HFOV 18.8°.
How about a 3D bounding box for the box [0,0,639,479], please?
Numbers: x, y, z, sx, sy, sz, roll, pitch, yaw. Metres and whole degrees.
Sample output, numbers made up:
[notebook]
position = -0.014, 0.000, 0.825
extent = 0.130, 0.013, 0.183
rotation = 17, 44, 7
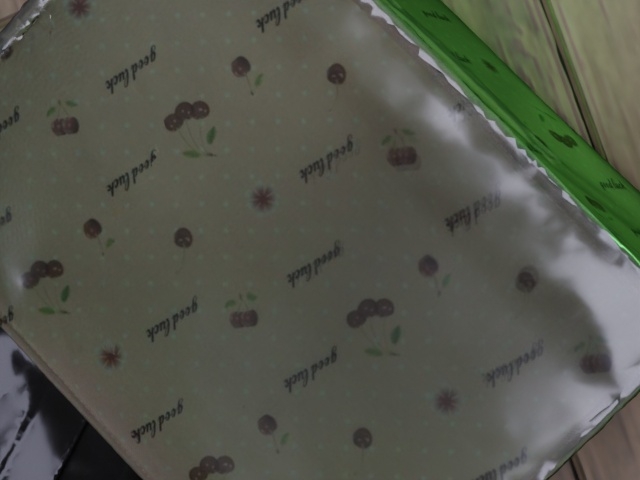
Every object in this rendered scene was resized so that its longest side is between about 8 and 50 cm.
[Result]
[box]
position = 0.000, 0.000, 0.874
extent = 0.297, 0.190, 0.225
rotation = 46, 106, 10

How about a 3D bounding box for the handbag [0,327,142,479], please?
[handbag]
position = -0.210, 0.113, 1.003
extent = 0.223, 0.080, 0.247
rotation = 31, 103, 12
